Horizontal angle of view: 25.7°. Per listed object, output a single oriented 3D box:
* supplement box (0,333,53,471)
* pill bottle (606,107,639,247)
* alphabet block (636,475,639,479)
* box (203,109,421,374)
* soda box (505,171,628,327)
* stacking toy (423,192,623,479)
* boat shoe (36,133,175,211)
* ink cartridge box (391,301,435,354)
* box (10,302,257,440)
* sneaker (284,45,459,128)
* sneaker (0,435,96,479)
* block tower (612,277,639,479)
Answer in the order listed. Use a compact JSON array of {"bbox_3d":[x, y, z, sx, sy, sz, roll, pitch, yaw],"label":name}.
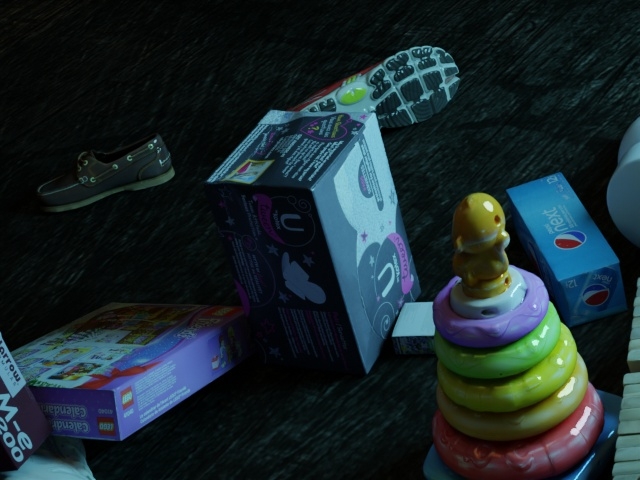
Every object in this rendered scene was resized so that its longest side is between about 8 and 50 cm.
[{"bbox_3d":[-0.398,0.168,1.394,0.239,0.130,0.073,-11,25,30],"label":"supplement box"},{"bbox_3d":[0.433,-0.111,1.587,0.161,0.161,0.283,4,37,31],"label":"pill bottle"},{"bbox_3d":[0.344,0.274,0.982,0.192,0.193,0.197,-13,31,3],"label":"alphabet block"},{"bbox_3d":[0.000,0.000,1.536,0.142,0.247,0.163,5,37,30],"label":"box"},{"bbox_3d":[0.272,0.007,1.566,0.071,0.067,0.210,-17,30,0],"label":"soda box"},{"bbox_3d":[0.161,0.086,1.264,0.165,0.302,0.175,13,43,40],"label":"stacking toy"},{"bbox_3d":[-0.318,-0.102,2.028,0.207,0.073,0.073,-18,32,1],"label":"boat shoe"},{"bbox_3d":[0.141,0.095,1.528,0.115,0.029,0.063,-2,33,21],"label":"ink cartridge box"},{"bbox_3d":[-0.222,0.135,1.521,0.200,0.057,0.293,0,14,27],"label":"box"},{"bbox_3d":[0.062,-0.206,1.984,0.279,0.107,0.118,-23,22,-15],"label":"sneaker"},{"bbox_3d":[-0.276,0.237,1.420,0.305,0.114,0.152,10,41,38],"label":"sneaker"},{"bbox_3d":[0.331,0.150,1.278,0.090,0.097,0.335,-10,29,25],"label":"block tower"}]
